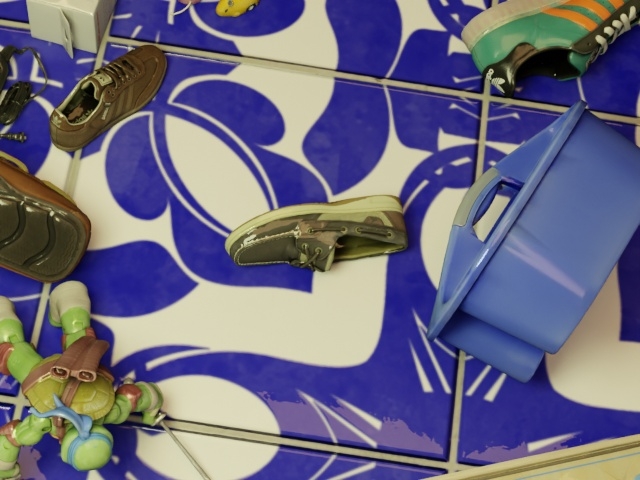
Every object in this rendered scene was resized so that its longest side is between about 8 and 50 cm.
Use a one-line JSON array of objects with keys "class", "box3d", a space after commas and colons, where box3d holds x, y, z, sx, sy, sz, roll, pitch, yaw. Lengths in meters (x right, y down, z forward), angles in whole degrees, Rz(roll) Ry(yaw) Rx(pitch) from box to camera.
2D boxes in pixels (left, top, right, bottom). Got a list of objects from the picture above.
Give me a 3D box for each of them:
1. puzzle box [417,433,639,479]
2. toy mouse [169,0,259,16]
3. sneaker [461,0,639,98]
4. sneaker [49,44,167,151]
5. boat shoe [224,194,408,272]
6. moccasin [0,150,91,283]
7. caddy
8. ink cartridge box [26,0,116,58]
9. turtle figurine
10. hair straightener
[{"class": "puzzle box", "box3d": [0.231, 0.375, 1.613, 0.409, 0.052, 0.272, -11, 66, -10]}, {"class": "toy mouse", "box3d": [-0.143, -0.356, 1.937, 0.161, 0.031, 0.143, -26, 70, -16]}, {"class": "sneaker", "box3d": [0.342, -0.272, 1.907, 0.302, 0.108, 0.121, -22, 69, -6]}, {"class": "sneaker", "box3d": [-0.260, -0.186, 1.823, 0.066, 0.071, 0.188, 37, 67, 12]}, {"class": "boat shoe", "box3d": [0.000, 0.000, 1.754, 0.224, 0.080, 0.073, -12, 61, -15]}, {"class": "moccasin", "box3d": [-0.440, -0.079, 1.683, 0.380, 0.147, 0.139, 20, 100, -14]}, {"class": "caddy", "box3d": [0.244, -0.006, 1.693, 0.179, 0.241, 0.341, 33, 66, 5]}, {"class": "ink cartridge box", "box3d": [-0.313, -0.314, 1.867, 0.090, 0.092, 0.143, 15, 64, 2]}, {"class": "turtle figurine", "box3d": [-0.283, 0.192, 1.626, 0.198, 0.274, 0.266, -33, 49, 4]}, {"class": "hair straightener", "box3d": [-0.403, -0.150, 1.818, 0.089, 0.047, 0.230, 32, 58, -14]}]
